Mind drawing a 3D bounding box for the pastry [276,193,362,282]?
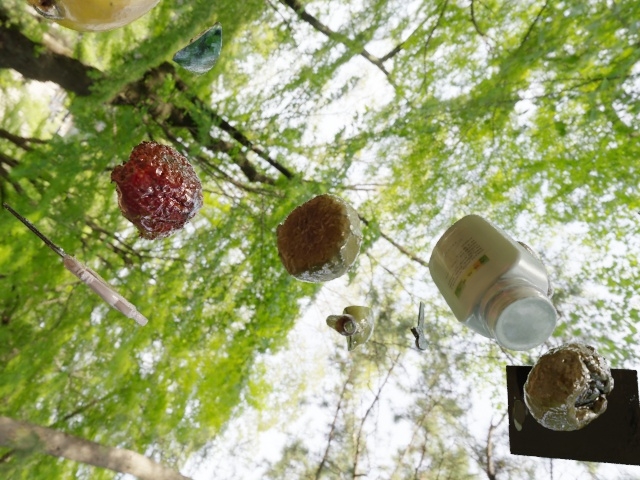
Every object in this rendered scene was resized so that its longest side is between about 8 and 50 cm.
[{"bbox_3d":[0.000,0.000,1.036,0.193,0.093,0.182,-24,-122,30],"label":"pastry"}]

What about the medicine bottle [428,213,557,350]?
[{"bbox_3d":[0.326,0.077,0.959,0.179,0.124,0.324,-54,-165,16],"label":"medicine bottle"}]

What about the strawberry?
[{"bbox_3d":[-0.427,-0.130,1.344,0.274,0.221,0.273,6,90,-87],"label":"strawberry"}]

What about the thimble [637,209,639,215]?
[{"bbox_3d":[0.813,0.021,1.088,0.157,0.245,0.217,-16,-155,32],"label":"thimble"}]

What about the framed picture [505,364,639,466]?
[{"bbox_3d":[0.672,0.461,1.317,0.324,0.013,0.243,-2,-99,19],"label":"framed picture"}]

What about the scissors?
[{"bbox_3d":[-0.420,0.032,0.827,0.024,0.318,0.160,-50,172,-17],"label":"scissors"}]

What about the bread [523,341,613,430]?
[{"bbox_3d":[0.605,0.358,1.191,0.230,0.230,0.123,-53,-148,2],"label":"bread"}]

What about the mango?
[{"bbox_3d":[-0.266,-0.371,0.609,0.119,0.176,0.316,-12,-138,35],"label":"mango"}]

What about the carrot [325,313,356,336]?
[{"bbox_3d":[0.050,0.214,1.264,0.055,0.055,0.161,-60,-172,-12],"label":"carrot"}]

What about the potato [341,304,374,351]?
[{"bbox_3d":[0.147,0.301,1.715,0.081,0.120,0.149,112,-27,-63],"label":"potato"}]

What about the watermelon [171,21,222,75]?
[{"bbox_3d":[-0.276,-0.436,1.110,0.155,0.101,0.080,-5,-83,42],"label":"watermelon"}]

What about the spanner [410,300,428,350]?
[{"bbox_3d":[0.388,0.319,1.901,0.026,0.093,0.325,-36,-171,25],"label":"spanner"}]

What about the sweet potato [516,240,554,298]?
[{"bbox_3d":[0.725,0.129,1.669,0.092,0.341,0.114,-31,-139,15],"label":"sweet potato"}]
